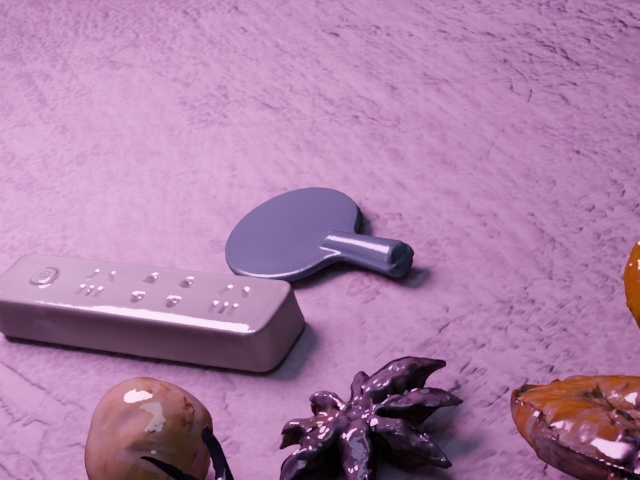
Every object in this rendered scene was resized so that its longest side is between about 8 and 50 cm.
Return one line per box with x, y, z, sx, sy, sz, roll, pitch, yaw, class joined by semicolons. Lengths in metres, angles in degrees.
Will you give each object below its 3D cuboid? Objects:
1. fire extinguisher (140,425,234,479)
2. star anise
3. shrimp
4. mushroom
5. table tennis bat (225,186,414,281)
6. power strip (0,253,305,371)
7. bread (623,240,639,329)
-0.152;0.305;1.488;0.102;0.138;0.344;-43;10;51;fire extinguisher
0.043;0.175;1.622;0.204;0.061;0.180;-25;37;-8;star anise
0.260;0.158;1.468;0.164;0.062;0.317;-12;10;-7;shrimp
-0.159;0.197;1.643;0.148;0.112;0.148;-9;76;42;mushroom
0.000;0.000;1.889;0.244;0.040;0.153;13;48;42;table tennis bat
-0.200;0.071;1.868;0.385;0.062;0.091;6;40;30;power strip
0.388;0.050;1.554;0.240;0.139;0.240;-10;33;7;bread
